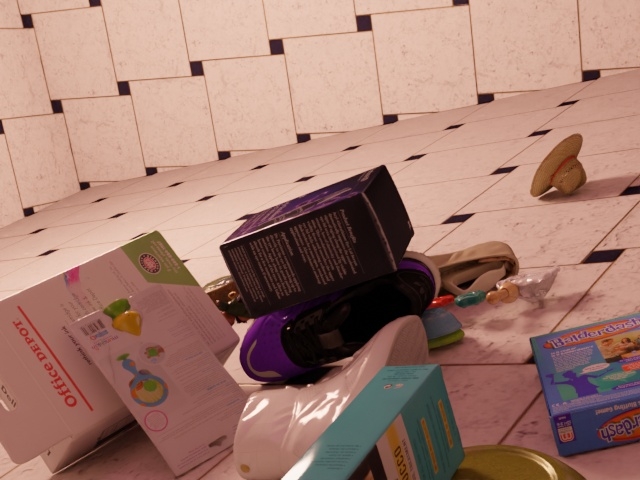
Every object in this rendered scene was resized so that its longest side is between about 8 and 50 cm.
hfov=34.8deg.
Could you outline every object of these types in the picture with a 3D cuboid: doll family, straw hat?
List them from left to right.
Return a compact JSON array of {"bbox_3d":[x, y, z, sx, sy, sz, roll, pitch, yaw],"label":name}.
[{"bbox_3d":[-0.065,0.104,1.461,0.111,0.193,0.076,-41,33,36],"label":"doll family"},{"bbox_3d":[0.449,-0.118,1.856,0.144,0.144,0.061,-25,57,-33],"label":"straw hat"}]

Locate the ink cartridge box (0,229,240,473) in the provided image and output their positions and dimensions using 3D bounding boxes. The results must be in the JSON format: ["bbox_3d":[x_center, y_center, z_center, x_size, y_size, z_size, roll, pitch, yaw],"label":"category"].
[{"bbox_3d":[-0.306,0.152,1.329,0.353,0.207,0.119,-27,-17,-41],"label":"ink cartridge box"}]

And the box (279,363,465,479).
[{"bbox_3d":[0.041,0.198,0.839,0.060,0.101,0.244,-8,17,31],"label":"box"}]

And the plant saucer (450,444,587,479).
[{"bbox_3d":[0.122,0.237,0.883,0.241,0.037,0.241,-15,13,4],"label":"plant saucer"}]

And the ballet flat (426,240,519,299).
[{"bbox_3d":[0.172,0.061,1.466,0.248,0.086,0.086,-18,13,-10],"label":"ballet flat"}]

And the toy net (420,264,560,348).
[{"bbox_3d":[0.217,0.087,1.375,0.232,0.045,0.122,-18,3,-15],"label":"toy net"}]

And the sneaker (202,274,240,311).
[{"bbox_3d":[-0.134,0.082,1.754,0.192,0.064,0.086,-14,18,24],"label":"sneaker"}]

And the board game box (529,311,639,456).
[{"bbox_3d":[0.305,0.137,1.043,0.160,0.047,0.210,-14,14,11],"label":"board game box"}]

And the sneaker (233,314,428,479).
[{"bbox_3d":[0.010,0.169,1.142,0.169,0.108,0.292,-6,18,27],"label":"sneaker"}]

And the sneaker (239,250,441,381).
[{"bbox_3d":[0.011,0.108,1.301,0.293,0.102,0.146,-29,10,16],"label":"sneaker"}]

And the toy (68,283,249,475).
[{"bbox_3d":[-0.192,0.174,1.258,0.137,0.237,0.056,-25,-23,-35],"label":"toy"}]

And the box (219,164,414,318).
[{"bbox_3d":[0.000,0.000,1.306,0.207,0.108,0.153,-21,11,18],"label":"box"}]
